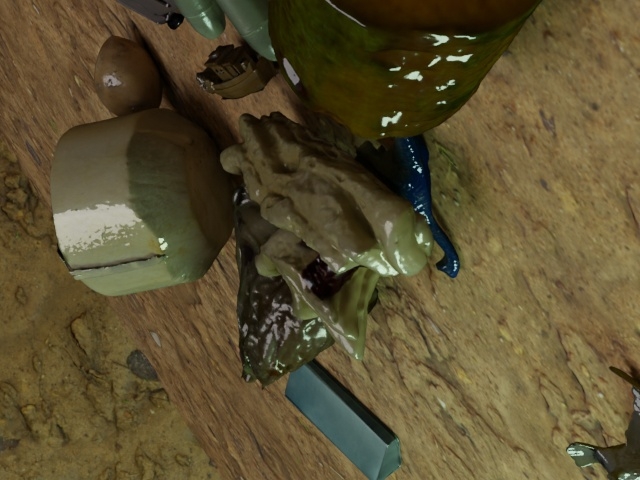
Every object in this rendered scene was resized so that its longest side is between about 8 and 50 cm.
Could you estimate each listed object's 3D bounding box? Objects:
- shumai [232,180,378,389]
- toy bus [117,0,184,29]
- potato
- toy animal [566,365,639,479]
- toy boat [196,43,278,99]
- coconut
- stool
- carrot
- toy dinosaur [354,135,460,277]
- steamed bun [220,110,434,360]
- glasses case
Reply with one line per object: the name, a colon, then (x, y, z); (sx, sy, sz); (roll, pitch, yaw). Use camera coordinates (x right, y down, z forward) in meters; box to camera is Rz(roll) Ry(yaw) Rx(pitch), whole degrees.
shumai: (-0.077, 0.050, 1.882); (0.283, 0.217, 0.346); (56, 161, -2)
toy bus: (-0.182, -0.359, 1.611); (0.112, 0.138, 0.317); (27, 172, -26)
potato: (-0.320, -0.271, 2.105); (0.112, 0.112, 0.147); (30, 150, 49)
toy animal: (0.365, 0.266, 1.420); (0.155, 0.095, 0.219); (44, 157, 39)
toy boat: (-0.122, -0.243, 1.762); (0.072, 0.064, 0.206); (45, 162, -18)
coconut: (-0.307, -0.065, 2.062); (0.323, 0.323, 0.323); (45, 156, 26)
stool: (-0.090, -0.333, 1.360); (0.198, 0.195, 0.195); (41, 171, -37)
carrot: (0.080, -0.247, 1.105); (0.241, 0.241, 0.341); (51, 159, 13)
toy dinosaur: (0.130, -0.066, 1.518); (0.188, 0.075, 0.248); (44, 151, 9)
steamed bun: (0.000, 0.000, 1.603); (0.247, 0.189, 0.428); (45, 177, -36)
glasses case: (0.044, 0.311, 2.242); (0.266, 0.056, 0.105); (40, 129, 35)
